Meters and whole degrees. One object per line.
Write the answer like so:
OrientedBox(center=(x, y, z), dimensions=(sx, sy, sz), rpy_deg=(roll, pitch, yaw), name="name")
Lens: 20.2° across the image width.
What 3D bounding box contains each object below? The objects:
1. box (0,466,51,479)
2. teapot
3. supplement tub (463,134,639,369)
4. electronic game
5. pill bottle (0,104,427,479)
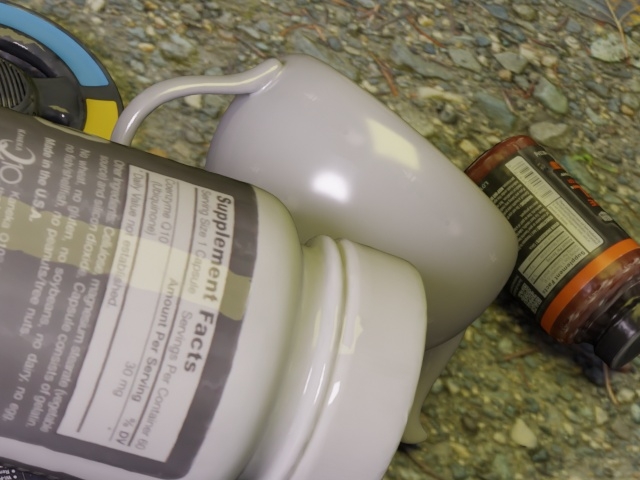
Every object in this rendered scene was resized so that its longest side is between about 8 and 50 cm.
OrientedBox(center=(-0.237, 0.158, 1.117), dimensions=(0.394, 0.097, 0.318), rpy_deg=(-4, 50, -31), name="box")
OrientedBox(center=(0.000, 0.000, 1.279), dimensions=(0.256, 0.252, 0.187), rpy_deg=(40, 86, 19), name="teapot")
OrientedBox(center=(0.199, 0.013, 1.480), dimensions=(0.106, 0.106, 0.198), rpy_deg=(-25, 65, -42), name="supplement tub")
OrientedBox(center=(-0.262, -0.111, 1.394), dimensions=(0.229, 0.048, 0.229), rpy_deg=(15, 45, -15), name="electronic game")
OrientedBox(center=(-0.135, 0.043, 1.062), dimensions=(0.361, 0.204, 0.204), rpy_deg=(18, 44, -16), name="pill bottle")
